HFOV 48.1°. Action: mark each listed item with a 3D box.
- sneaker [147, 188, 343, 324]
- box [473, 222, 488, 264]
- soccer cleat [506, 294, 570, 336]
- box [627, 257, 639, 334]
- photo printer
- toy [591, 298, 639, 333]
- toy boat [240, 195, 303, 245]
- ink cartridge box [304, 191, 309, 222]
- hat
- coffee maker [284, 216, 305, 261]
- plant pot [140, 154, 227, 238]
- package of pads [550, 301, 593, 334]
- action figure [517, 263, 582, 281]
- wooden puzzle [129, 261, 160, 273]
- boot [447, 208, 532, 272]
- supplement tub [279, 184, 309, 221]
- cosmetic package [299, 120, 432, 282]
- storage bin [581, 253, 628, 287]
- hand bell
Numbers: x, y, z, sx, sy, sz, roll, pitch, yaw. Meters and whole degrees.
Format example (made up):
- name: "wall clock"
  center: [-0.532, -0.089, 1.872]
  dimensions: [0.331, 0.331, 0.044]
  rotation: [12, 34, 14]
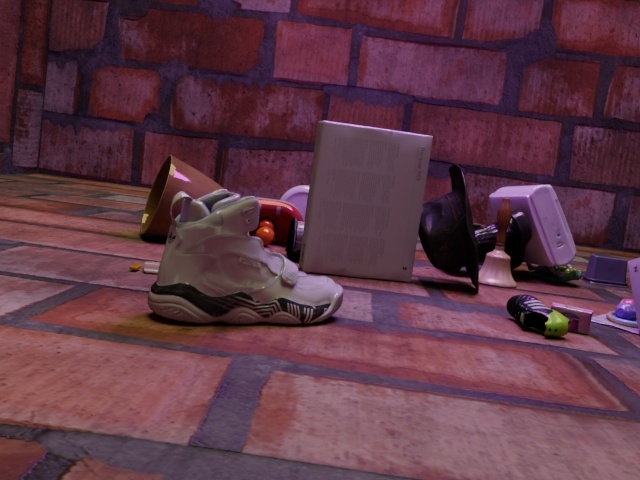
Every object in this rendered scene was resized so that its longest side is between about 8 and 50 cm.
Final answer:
- name: "sneaker"
  center: [-0.105, 0.028, 1.217]
  dimensions: [0.365, 0.210, 0.137]
  rotation: [3, 8, -34]
- name: "box"
  center: [0.538, 0.004, 2.537]
  dimensions: [0.148, 0.127, 0.232]
  rotation: [5, 7, -26]
- name: "soccer cleat"
  center: [0.423, 0.149, 1.447]
  dimensions: [0.072, 0.060, 0.179]
  rotation: [3, 10, -23]
- name: "box"
  center: [0.870, 0.108, 1.525]
  dimensions: [0.345, 0.168, 0.215]
  rotation: [4, -17, -24]
- name: "photo printer"
  center: [0.649, -0.051, 2.251]
  dimensions: [0.107, 0.256, 0.307]
  rotation: [-24, 9, -10]
- name: "toy"
  center: [0.730, 0.166, 1.652]
  dimensions: [0.237, 0.056, 0.136]
  rotation: [2, 7, -40]
- name: "toy boat"
  center: [-0.166, -0.039, 2.204]
  dimensions: [0.231, 0.151, 0.151]
  rotation: [6, 37, -6]
- name: "ink cartridge box"
  center: [0.120, -0.057, 2.376]
  dimensions: [0.370, 0.176, 0.069]
  rotation: [4, 8, -28]
- name: "hat"
  center: [0.320, -0.025, 1.854]
  dimensions: [0.133, 0.332, 0.331]
  rotation: [-10, 4, 7]
- name: "coffee maker"
  center: [0.000, 0.000, 1.992]
  dimensions: [0.178, 0.120, 0.171]
  rotation: [7, 6, -9]
- name: "plant pot"
  center: [-0.351, -0.088, 2.044]
  dimensions: [0.254, 0.237, 0.237]
  rotation: [20, 2, -21]
- name: "package of pads"
  center: [0.514, 0.160, 1.474]
  dimensions: [0.083, 0.050, 0.032]
  rotation: [10, 12, 22]
- name: "action figure"
  center: [0.741, 0.095, 2.249]
  dimensions: [0.137, 0.064, 0.232]
  rotation: [-6, 7, -19]
- name: "wooden puzzle"
  center: [-0.345, 0.061, 1.536]
  dimensions: [0.116, 0.014, 0.078]
  rotation: [6, 11, -7]
- name: "boot"
  center: [0.488, 0.035, 2.208]
  dimensions: [0.260, 0.131, 0.348]
  rotation: [-24, -25, -4]
- name: "supplement tub"
  center: [-0.035, -0.099, 2.493]
  dimensions: [0.191, 0.191, 0.272]
  rotation: [8, 7, 9]
- name: "cosmetic package"
  center: [0.111, -0.096, 1.813]
  dimensions: [0.284, 0.377, 0.097]
  rotation: [7, 7, -10]
- name: "storage bin"
  center: [0.934, 0.096, 2.345]
  dimensions: [0.135, 0.091, 0.098]
  rotation: [8, 6, 0]
- name: "hand bell"
  center: [0.505, 0.002, 2.009]
  dimensions: [0.126, 0.242, 0.126]
  rotation: [8, 6, -1]
